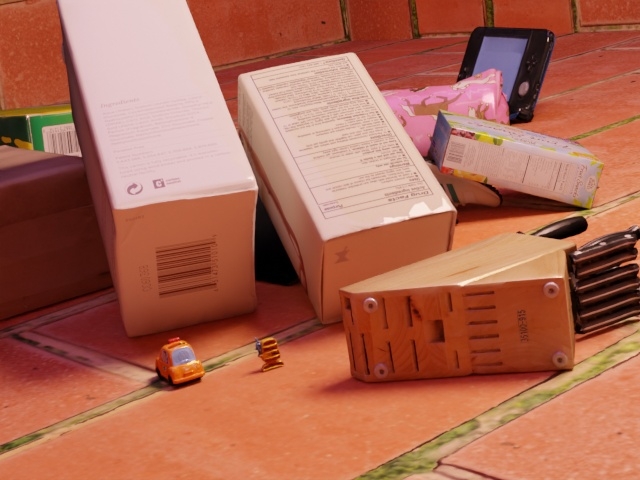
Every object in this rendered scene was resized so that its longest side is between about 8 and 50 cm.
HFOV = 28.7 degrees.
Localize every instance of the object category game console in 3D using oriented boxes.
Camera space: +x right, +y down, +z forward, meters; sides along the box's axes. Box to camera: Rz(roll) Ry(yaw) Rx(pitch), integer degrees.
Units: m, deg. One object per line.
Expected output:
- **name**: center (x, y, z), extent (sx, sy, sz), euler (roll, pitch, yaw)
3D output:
- **game console**: center (0.276, -0.306, 2.394), extent (0.173, 0.250, 0.293), euler (15, 4, -25)

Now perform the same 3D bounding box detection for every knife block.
- **knife block**: center (0.173, 0.046, 1.203), extent (0.275, 0.088, 0.242), euler (-6, 13, 12)

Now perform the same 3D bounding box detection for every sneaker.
- **sneaker**: center (0.168, -0.065, 1.723), extent (0.161, 0.075, 0.057), euler (22, 11, 7)

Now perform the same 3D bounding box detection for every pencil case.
- **pencil case**: center (0.105, -0.173, 1.976), extent (0.386, 0.160, 0.167), euler (-6, -27, 11)

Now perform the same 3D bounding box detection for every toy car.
- **toy car**: center (-0.101, 0.107, 1.215), extent (0.122, 0.041, 0.060), euler (-11, 14, -9)

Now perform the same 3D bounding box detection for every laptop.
- **laptop**: center (0.000, 0.000, 1.642), extent (0.264, 0.137, 0.234), euler (14, -3, -41)

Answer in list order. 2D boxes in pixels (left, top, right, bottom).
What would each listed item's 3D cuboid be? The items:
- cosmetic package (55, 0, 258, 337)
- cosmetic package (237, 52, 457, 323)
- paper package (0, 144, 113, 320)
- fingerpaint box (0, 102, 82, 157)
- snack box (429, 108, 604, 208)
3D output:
- **cosmetic package**: center (-0.191, -0.108, 1.421), extent (0.156, 0.217, 0.385), euler (-10, 51, -12)
- **cosmetic package**: center (0.020, -0.065, 1.385), extent (0.153, 0.129, 0.296), euler (-12, 44, -14)
- **paper package**: center (-0.457, -0.007, 1.620), extent (0.309, 0.168, 0.325), euler (-18, 18, -34)
- **fingerpaint box**: center (-0.478, -0.143, 2.120), extent (0.371, 0.163, 0.445), euler (0, 10, 28)
- **snack box**: center (0.259, -0.113, 1.690), extent (0.207, 0.070, 0.174), euler (12, 14, -2)
